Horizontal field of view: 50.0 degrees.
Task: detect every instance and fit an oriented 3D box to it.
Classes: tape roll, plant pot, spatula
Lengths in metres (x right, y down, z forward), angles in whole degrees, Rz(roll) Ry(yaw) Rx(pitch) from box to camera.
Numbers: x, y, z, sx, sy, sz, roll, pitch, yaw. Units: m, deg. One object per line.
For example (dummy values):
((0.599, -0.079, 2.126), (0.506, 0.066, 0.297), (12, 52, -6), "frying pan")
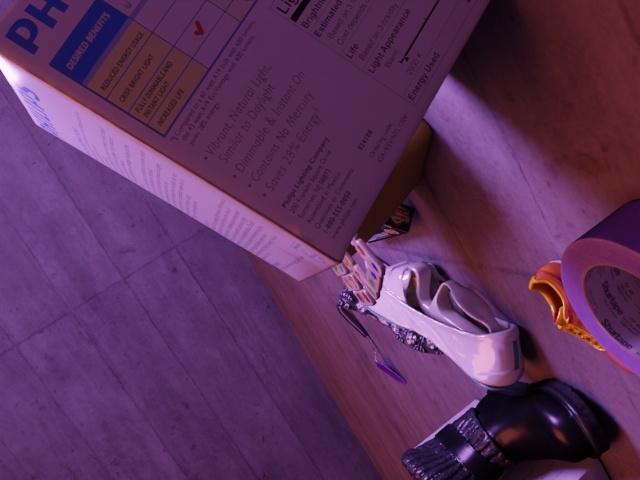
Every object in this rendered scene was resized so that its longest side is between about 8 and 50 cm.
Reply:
((0.347, 0.056, 0.706), (0.189, 0.080, 0.189), (50, 164, 20), "tape roll")
((0.048, -0.130, 1.056), (0.212, 0.187, 0.212), (51, 164, 21), "plant pot")
((0.140, 0.301, 1.987), (0.296, 0.030, 0.084), (53, 167, 12), "spatula")

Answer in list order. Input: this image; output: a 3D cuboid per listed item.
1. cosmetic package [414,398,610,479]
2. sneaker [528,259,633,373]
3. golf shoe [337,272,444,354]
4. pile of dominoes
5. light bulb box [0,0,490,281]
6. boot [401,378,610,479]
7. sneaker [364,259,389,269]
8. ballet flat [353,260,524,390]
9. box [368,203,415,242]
((0.353, 0.467, 1.301), (0.156, 0.217, 0.385), (60, 163, -14), "cosmetic package")
((0.336, 0.105, 0.873), (0.175, 0.067, 0.064), (49, 162, 22), "sneaker")
((0.170, 0.147, 1.440), (0.273, 0.105, 0.120), (29, -177, 28), "golf shoe")
((0.000, 0.000, 1.035), (0.251, 0.040, 0.196), (51, 164, 22), "pile of dominoes")
((-0.070, -0.201, 0.732), (0.361, 0.357, 0.225), (32, 166, -6), "light bulb box")
((0.296, 0.358, 1.149), (0.131, 0.260, 0.348), (56, 166, 3), "boot")
((0.138, 0.090, 1.522), (0.118, 0.042, 0.067), (65, 167, -23), "sneaker")
((0.207, 0.112, 1.233), (0.400, 0.139, 0.139), (34, 154, 46), "ballet flat")
((0.054, -0.051, 1.285), (0.175, 0.051, 0.220), (18, 171, -12), "box")
